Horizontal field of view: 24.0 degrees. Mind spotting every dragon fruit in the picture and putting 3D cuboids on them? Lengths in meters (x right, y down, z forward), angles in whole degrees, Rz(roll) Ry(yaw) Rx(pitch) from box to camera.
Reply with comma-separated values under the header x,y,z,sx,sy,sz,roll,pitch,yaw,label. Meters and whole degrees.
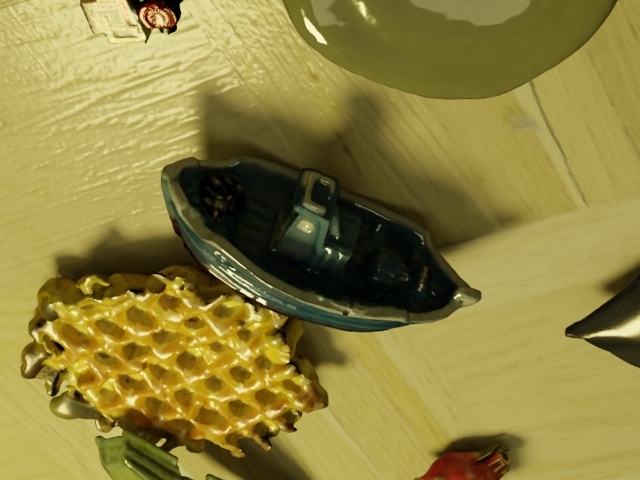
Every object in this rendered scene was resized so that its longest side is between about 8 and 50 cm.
x,y,z,sx,sy,sz,roll,pitch,yaw,label
0.157,0.264,1.622,0.116,0.086,0.081,-42,78,31,dragon fruit

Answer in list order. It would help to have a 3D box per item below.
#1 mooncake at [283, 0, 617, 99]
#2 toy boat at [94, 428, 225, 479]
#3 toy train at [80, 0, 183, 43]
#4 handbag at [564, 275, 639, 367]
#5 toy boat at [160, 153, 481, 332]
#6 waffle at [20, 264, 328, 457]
x,y,z,sx,sy,sz,roll,pitch,yaw,label
0.096,-0.234,1.078,0.275,0.135,0.275,4,133,4,mooncake
-0.120,0.282,1.659,0.293,0.055,0.093,28,151,-35,toy boat
-0.158,-0.221,1.200,0.087,0.050,0.138,-1,135,16,toy train
0.386,0.071,1.371,0.211,0.088,0.254,32,129,-18,handbag
0.000,0.000,1.338,0.309,0.129,0.142,22,149,-11,toy boat
-0.157,0.120,1.543,0.329,0.062,0.329,7,139,6,waffle
